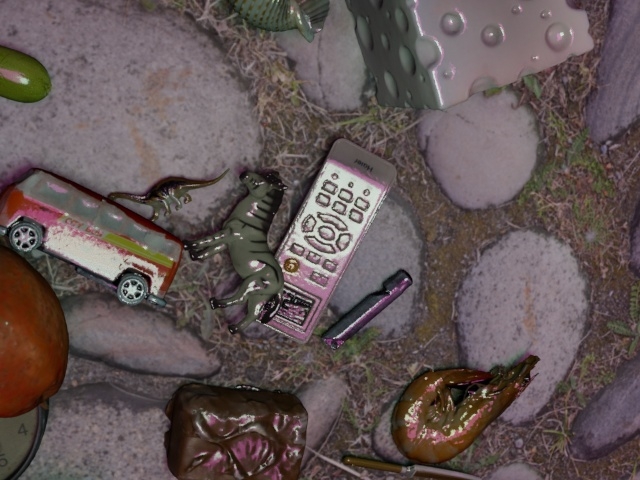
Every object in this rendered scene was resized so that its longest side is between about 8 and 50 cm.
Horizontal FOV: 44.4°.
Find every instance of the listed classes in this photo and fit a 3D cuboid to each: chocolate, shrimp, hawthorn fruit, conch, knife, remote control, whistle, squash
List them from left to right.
[{"bbox_3d":[-0.454,-0.236,1.029,0.201,0.066,0.066,20,94,-16],"label":"squash"},{"bbox_3d":[-0.415,0.127,0.995,0.210,0.210,0.262,-40,115,-6],"label":"hawthorn fruit"},{"bbox_3d":[-0.131,0.306,1.211,0.214,0.093,0.148,6,97,-17],"label":"chocolate"},{"bbox_3d":[-0.065,-0.354,1.099,0.153,0.102,0.135,46,68,-40],"label":"conch"},{"bbox_3d":[0.000,0.000,1.214,0.109,0.055,0.313,27,96,-9],"label":"remote control"},{"bbox_3d":[0.076,0.112,1.265,0.176,0.033,0.033,-40,108,-6],"label":"whistle"},{"bbox_3d":[0.159,0.394,1.338,0.256,0.046,0.022,14,55,-17],"label":"knife"},{"bbox_3d":[0.242,0.263,1.333,0.287,0.063,0.152,-39,97,-5],"label":"shrimp"}]

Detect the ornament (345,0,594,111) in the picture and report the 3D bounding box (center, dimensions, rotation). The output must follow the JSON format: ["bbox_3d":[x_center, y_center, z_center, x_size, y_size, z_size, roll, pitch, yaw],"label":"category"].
[{"bbox_3d":[0.191,-0.336,1.103,0.240,0.239,0.240,-23,105,-11],"label":"ornament"}]

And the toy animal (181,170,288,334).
[{"bbox_3d":[-0.103,0.015,1.162,0.176,0.073,0.217,-24,91,-4],"label":"toy animal"}]

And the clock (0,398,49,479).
[{"bbox_3d":[-0.529,0.246,1.104,0.280,0.055,0.280,-3,102,-16],"label":"clock"}]

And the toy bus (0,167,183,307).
[{"bbox_3d":[-0.322,-0.005,1.087,0.265,0.121,0.120,28,83,-18],"label":"toy bus"}]

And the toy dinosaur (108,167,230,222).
[{"bbox_3d":[-0.216,-0.063,1.144,0.180,0.037,0.058,-16,109,-12],"label":"toy dinosaur"}]
